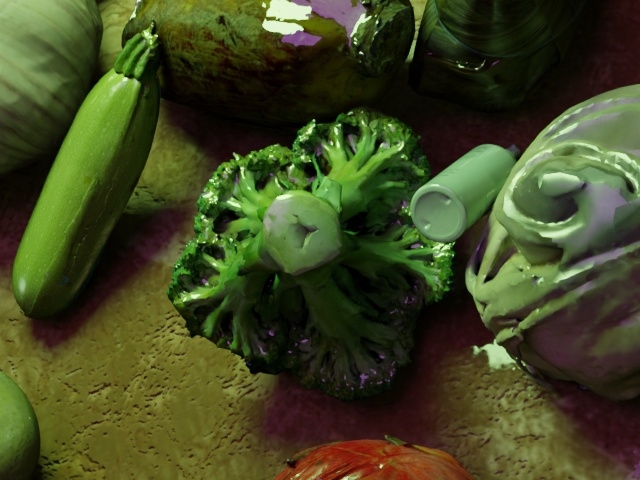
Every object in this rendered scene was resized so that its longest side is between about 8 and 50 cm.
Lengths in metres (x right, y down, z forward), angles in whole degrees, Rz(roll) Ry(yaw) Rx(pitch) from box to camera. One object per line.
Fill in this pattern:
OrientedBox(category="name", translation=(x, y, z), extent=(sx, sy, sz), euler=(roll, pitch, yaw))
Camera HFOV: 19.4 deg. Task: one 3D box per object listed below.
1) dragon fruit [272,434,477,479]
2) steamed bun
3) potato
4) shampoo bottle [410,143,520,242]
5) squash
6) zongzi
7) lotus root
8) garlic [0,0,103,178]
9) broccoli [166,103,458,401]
OrientedBox(category="dragon fruit", translation=(0.047, 0.274, 1.522), extent=(0.241, 0.252, 0.241), euler=(-35, 21, 15))
OrientedBox(category="steamed bun", translation=(0.256, -0.015, 1.593), extent=(0.268, 0.207, 0.280), euler=(13, 70, 31))
OrientedBox(category="potato", translation=(-0.372, 0.206, 1.819), extent=(0.235, 0.160, 0.178), euler=(3, 46, 37))
OrientedBox(category="shampoo bottle", translation=(0.144, -0.055, 1.697), extent=(0.056, 0.195, 0.056), euler=(11, 115, 25))
OrientedBox(category="squash", translation=(-0.221, -0.069, 1.864), extent=(0.094, 0.094, 0.341), euler=(40, 114, 34))
OrientedBox(category="zongzi", translation=(0.191, -0.280, 1.699), extent=(0.138, 0.300, 0.286), euler=(25, 75, 10))
OrientedBox(category="lotus root", translation=(-0.053, -0.208, 1.818), extent=(0.397, 0.179, 0.196), euler=(13, 92, 49))
OrientedBox(category="garlic", translation=(-0.365, -0.187, 1.954), extent=(0.317, 0.259, 0.317), euler=(-36, 33, 29))
OrientedBox(category="broccoli", translation=(0.000, 0.000, 1.674), extent=(0.254, 0.269, 0.269), euler=(15, 71, 5))
